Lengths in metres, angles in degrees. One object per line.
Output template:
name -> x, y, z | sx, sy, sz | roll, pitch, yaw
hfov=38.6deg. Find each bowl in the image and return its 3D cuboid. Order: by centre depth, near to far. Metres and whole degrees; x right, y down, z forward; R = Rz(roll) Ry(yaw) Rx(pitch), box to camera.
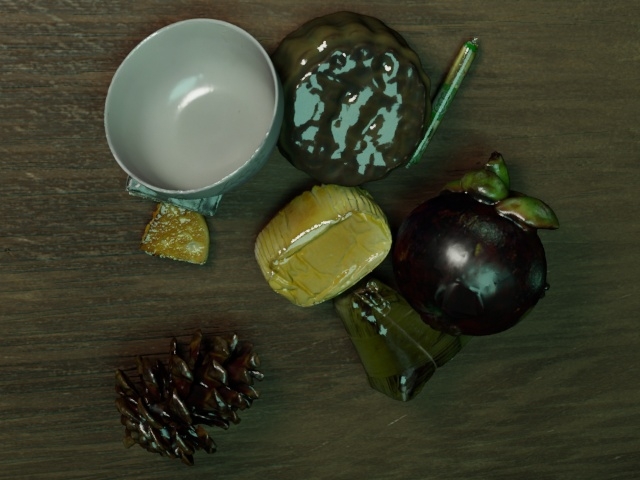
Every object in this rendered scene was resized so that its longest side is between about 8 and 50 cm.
bowl -> -0.185, -0.191, 1.455 | 0.287, 0.287, 0.144 | -32, 159, 3

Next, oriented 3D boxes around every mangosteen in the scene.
mangosteen -> 0.280, 0.027, 1.696 | 0.311, 0.311, 0.311 | -7, 120, -12

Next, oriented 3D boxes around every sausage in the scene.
sausage -> 0.219, -0.248, 1.667 | 0.032, 0.033, 0.269 | 18, 112, -23

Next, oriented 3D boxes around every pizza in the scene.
pizza -> -0.267, -0.016, 1.656 | 0.131, 0.041, 0.178 | -35, 122, 2

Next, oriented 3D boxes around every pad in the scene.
pad -> -0.220, -0.166, 1.577 | 0.174, 0.022, 0.233 | 18, 101, -23

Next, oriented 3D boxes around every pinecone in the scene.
pinecone -> -0.249, 0.288, 1.717 | 0.309, 0.244, 0.244 | -38, 122, -10

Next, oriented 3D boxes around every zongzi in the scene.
zongzi -> 0.191, 0.138, 1.832 | 0.300, 0.145, 0.274 | -33, 117, -16

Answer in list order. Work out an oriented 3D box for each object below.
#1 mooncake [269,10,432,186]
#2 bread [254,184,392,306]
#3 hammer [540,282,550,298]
mooncake -> 0.043, -0.236, 1.551 | 0.290, 0.161, 0.290 | -6, 117, -12
bread -> 0.000, 0.000, 1.684 | 0.250, 0.133, 0.179 | -39, 125, 11
hammer -> 0.403, 0.080, 1.906 | 0.178, 0.021, 0.065 | 31, 107, -27
